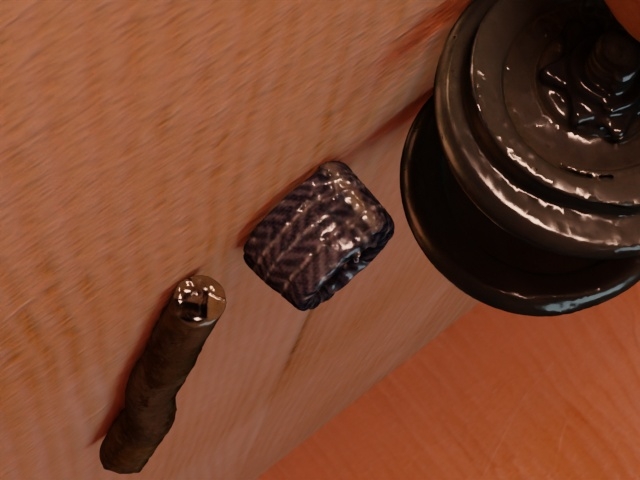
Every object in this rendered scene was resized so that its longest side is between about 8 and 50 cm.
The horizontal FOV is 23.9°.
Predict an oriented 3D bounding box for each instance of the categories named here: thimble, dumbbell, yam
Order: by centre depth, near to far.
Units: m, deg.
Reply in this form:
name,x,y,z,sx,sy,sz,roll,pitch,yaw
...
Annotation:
name,x,y,z,sx,sy,sz,roll,pitch,yaw
dumbbell,0.154,-0.059,0.951,0.192,0.192,0.290,-37,169,-14
thimble,-0.001,0.001,1.008,0.095,0.066,0.104,-39,171,-20
yam,-0.119,0.109,1.114,0.045,0.045,0.327,-60,-179,-30

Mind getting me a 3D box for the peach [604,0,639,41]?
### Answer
name,x,y,z,sx,sy,sz,roll,pitch,yaw
peach,0.216,-0.171,0.753,0.184,0.184,0.184,-38,170,-8
